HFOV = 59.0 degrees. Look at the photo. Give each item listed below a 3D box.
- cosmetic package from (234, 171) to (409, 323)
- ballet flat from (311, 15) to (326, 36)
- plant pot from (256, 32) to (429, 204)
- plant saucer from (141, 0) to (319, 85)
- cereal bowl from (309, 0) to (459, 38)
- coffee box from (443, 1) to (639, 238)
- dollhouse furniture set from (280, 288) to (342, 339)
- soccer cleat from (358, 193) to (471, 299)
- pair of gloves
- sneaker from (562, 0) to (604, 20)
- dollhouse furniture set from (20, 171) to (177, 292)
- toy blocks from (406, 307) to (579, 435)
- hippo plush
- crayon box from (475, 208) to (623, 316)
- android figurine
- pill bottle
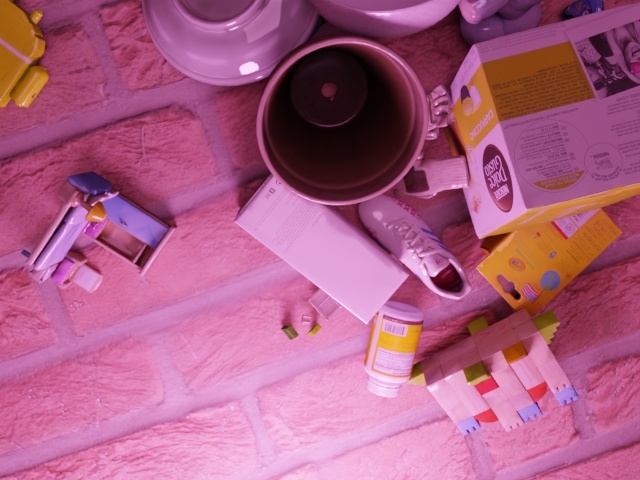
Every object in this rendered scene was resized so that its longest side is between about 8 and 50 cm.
[{"bbox_3d":[0.000,0.000,1.273,0.366,0.197,0.155,40,94,-9],"label":"cosmetic package"},{"bbox_3d":[-0.013,-0.523,1.241,0.342,0.116,0.124,-38,81,5],"label":"ballet flat"},{"bbox_3d":[0.031,-0.278,1.162,0.324,0.280,0.322,-2,121,-4],"label":"plant pot"},{"bbox_3d":[-0.197,-0.527,1.161,0.401,0.100,0.399,0,91,10],"label":"plant saucer"},{"bbox_3d":[0.128,-0.519,1.086,0.340,0.141,0.338,-3,68,6],"label":"cereal bowl"},{"bbox_3d":[0.478,-0.219,1.163,0.339,0.337,0.334,-14,82,-1],"label":"coffee box"},{"bbox_3d":[-0.022,0.183,1.387,0.152,0.058,0.076,-42,93,-17],"label":"dollhouse furniture set"},{"bbox_3d":[0.229,0.012,1.321,0.331,0.143,0.116,42,93,-10],"label":"soccer cleat"},{"bbox_3d":[0.225,-0.213,1.281,0.042,0.204,0.239,-26,100,-46],"label":"pair of gloves"},{"bbox_3d":[0.614,-0.454,1.323,0.087,0.083,0.221,-9,94,9],"label":"sneaker"},{"bbox_3d":[-0.469,0.029,1.177,0.198,0.303,0.286,34,95,-9],"label":"dollhouse furniture set"},{"bbox_3d":[0.440,0.348,1.386,0.382,0.190,0.260,-31,113,14],"label":"toy blocks"},{"bbox_3d":[0.399,-0.544,1.212,0.295,0.236,0.234,-11,77,12],"label":"hippo plush"},{"bbox_3d":[0.542,0.015,1.382,0.318,0.081,0.202,-43,100,2],"label":"crayon box"},{"bbox_3d":[-0.706,-0.405,1.209,0.248,0.056,0.272,36,95,-10],"label":"android figurine"},{"bbox_3d":[0.173,0.262,1.370,0.118,0.117,0.214,11,98,-7],"label":"pill bottle"}]
